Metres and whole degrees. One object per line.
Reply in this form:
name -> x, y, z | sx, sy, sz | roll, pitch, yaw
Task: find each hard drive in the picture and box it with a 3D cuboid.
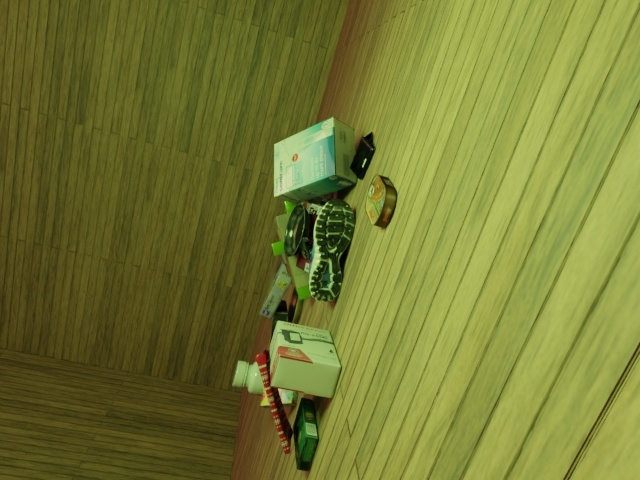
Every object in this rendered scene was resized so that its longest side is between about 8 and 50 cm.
hard drive -> -0.204, 0.474, 2.181 | 0.237, 0.064, 0.339 | -137, 53, -81

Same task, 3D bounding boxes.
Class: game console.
game console -> 0.150, -0.276, 1.492 | 0.107, 0.071, 0.122 | 55, 140, 36

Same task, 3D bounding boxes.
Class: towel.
towel -> -0.131, 0.454, 1.325 | 0.199, 0.031, 0.275 | 101, 150, -78

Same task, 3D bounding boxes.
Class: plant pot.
plant pot -> -0.114, 0.306, 2.123 | 0.236, 0.032, 0.237 | -166, 90, -81

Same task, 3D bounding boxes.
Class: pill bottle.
pill bottle -> -0.228, 0.554, 1.832 | 0.131, 0.229, 0.131 | -166, 90, -80

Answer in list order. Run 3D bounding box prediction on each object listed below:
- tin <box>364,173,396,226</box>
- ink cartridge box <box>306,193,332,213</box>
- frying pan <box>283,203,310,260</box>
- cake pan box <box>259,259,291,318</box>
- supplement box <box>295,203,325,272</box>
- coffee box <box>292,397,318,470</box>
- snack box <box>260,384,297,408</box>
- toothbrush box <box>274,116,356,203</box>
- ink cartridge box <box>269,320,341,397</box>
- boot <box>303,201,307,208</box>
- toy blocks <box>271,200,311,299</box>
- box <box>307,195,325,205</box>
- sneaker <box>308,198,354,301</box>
tin -> 0.151, -0.101, 1.169 | 0.190, 0.040, 0.106 | -96, 26, -64
ink cartridge box -> -0.013, -0.127, 1.986 | 0.153, 0.086, 0.209 | 118, 165, -54
frying pan -> -0.061, -0.032, 1.594 | 0.326, 0.053, 0.198 | -177, 99, -67
cake pan box -> -0.181, 0.185, 2.090 | 0.246, 0.070, 0.267 | -59, 10, 32
supplement box -> 0.000, 0.000, 1.636 | 0.130, 0.073, 0.240 | 22, 100, 51
coffee box -> -0.045, 0.559, 1.337 | 0.184, 0.040, 0.113 | -117, 40, -75
snack box -> -0.150, 0.563, 1.699 | 0.141, 0.037, 0.100 | -15, 50, 27
toothbrush box -> -0.025, -0.276, 1.636 | 0.295, 0.126, 0.217 | -14, 71, 41
ink cartridge box -> -0.051, 0.329, 1.302 | 0.237, 0.171, 0.100 | -119, 44, -76
boot -> -0.046, -0.161, 2.207 | 0.281, 0.096, 0.264 | -90, 17, -51
toy blocks -> -0.107, 0.039, 1.888 | 0.261, 0.190, 0.382 | 165, 89, -79
box -> 0.024, -0.301, 1.835 | 0.242, 0.076, 0.307 | -48, 21, 23
sneaker -> 0.017, 0.026, 1.481 | 0.147, 0.129, 0.330 | -177, 101, -78
